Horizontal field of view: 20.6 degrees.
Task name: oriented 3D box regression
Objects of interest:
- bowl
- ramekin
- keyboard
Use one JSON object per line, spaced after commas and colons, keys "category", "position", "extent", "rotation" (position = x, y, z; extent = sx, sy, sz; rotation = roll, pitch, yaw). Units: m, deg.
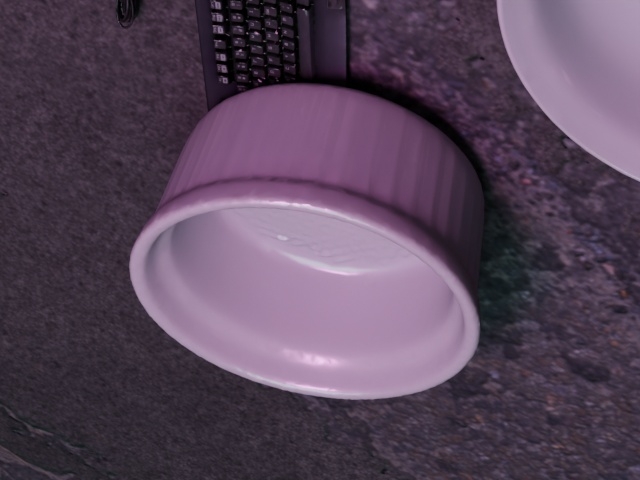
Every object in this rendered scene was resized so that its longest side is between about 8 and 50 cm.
{"category": "bowl", "position": [0.267, -0.165, 1.079], "extent": [0.298, 0.134, 0.298], "rotation": [15, 143, 12]}
{"category": "ramekin", "position": [0.000, 0.000, 1.398], "extent": [0.277, 0.135, 0.277], "rotation": [10, 146, 7]}
{"category": "keyboard", "position": [-0.079, -0.197, 1.312], "extent": [0.201, 0.033, 0.317], "rotation": [14, 141, 13]}
